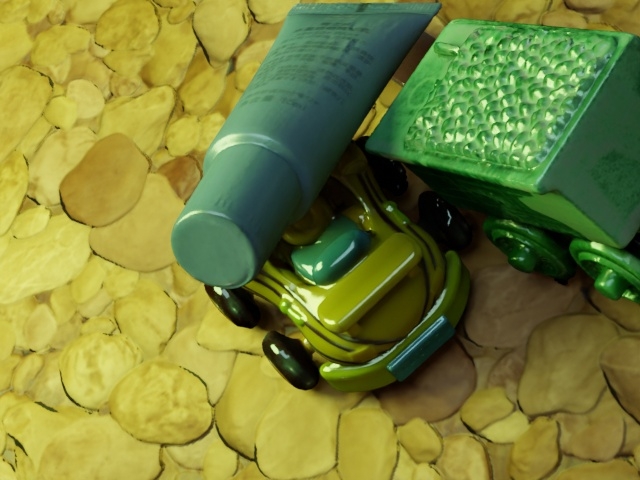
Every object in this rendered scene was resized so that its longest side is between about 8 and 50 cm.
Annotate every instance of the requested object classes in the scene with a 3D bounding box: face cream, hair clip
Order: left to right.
[{"bbox_3d":[-0.016,-0.099,1.292,0.136,0.086,0.385,3,35,19],"label":"face cream"},{"bbox_3d":[0.095,-0.147,1.458,0.054,0.022,0.137,-43,56,-7],"label":"hair clip"}]

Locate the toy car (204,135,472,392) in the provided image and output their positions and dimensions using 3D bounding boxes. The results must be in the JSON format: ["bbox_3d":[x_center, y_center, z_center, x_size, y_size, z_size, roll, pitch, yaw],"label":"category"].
[{"bbox_3d":[0.000,0.000,1.346,0.200,0.142,0.248,-45,56,-5],"label":"toy car"}]

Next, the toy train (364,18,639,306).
[{"bbox_3d":[0.185,-0.057,1.245,0.145,0.202,0.266,-56,29,-9],"label":"toy train"}]
